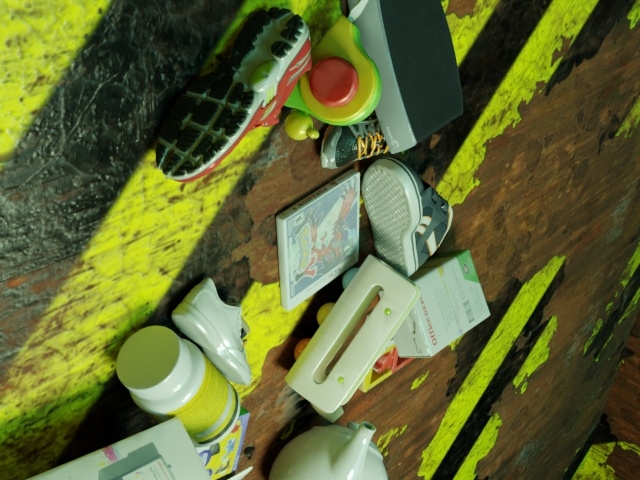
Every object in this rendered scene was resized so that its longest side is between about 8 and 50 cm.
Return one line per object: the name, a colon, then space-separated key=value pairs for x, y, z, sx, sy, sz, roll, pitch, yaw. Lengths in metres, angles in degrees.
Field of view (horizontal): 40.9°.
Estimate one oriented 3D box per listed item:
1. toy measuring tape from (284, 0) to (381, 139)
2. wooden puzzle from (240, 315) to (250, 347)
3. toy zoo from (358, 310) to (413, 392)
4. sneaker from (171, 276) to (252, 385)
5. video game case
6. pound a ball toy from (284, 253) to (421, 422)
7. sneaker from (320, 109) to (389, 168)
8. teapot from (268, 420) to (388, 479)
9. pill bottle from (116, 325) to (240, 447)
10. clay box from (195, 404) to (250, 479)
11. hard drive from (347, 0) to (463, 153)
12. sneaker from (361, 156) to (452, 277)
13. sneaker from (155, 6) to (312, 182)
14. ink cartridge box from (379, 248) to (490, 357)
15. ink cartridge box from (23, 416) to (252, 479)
toy measuring tape: x=0.067 y=-0.268 z=1.208 sx=0.330 sy=0.121 sz=0.121 roll=-52 pitch=148 yaw=11
wooden puzzle: x=-0.146 y=0.156 z=1.396 sx=0.078 sy=0.014 sz=0.116 roll=-53 pitch=146 yaw=-11
toy zoo: x=0.161 y=0.202 z=1.826 sx=0.293 sy=0.030 sz=0.192 roll=-25 pitch=134 yaw=-41
sneaker: x=-0.146 y=0.143 z=1.329 sx=0.094 sy=0.080 sz=0.212 roll=-59 pitch=144 yaw=-30
video game case: x=0.000 y=0.000 z=1.461 sx=0.183 sy=0.023 sz=0.201 roll=-34 pitch=139 yaw=-34
pound a ball toy: x=0.047 y=0.184 z=1.589 sx=0.319 sy=0.136 sz=0.208 roll=-55 pitch=168 yaw=3
sneaker: x=0.085 y=-0.172 z=1.387 sx=0.215 sy=0.083 sz=0.084 roll=-34 pitch=141 yaw=-32
teapot: x=0.032 y=0.444 z=1.680 sx=0.252 sy=0.256 sz=0.187 roll=47 pitch=59 yaw=-42
pill bottle: x=-0.208 y=0.216 z=1.264 sx=0.119 sy=0.119 sz=0.208 roll=-49 pitch=146 yaw=-16
clay box: x=-0.221 y=0.354 z=1.414 sx=0.222 sy=0.053 sz=0.127 roll=-14 pitch=125 yaw=-49
hard drive: x=0.141 y=-0.280 z=1.330 sx=0.172 sy=0.054 sz=0.254 roll=-34 pitch=118 yaw=-33
sneaker: x=0.157 y=-0.064 z=1.532 sx=0.127 sy=0.126 sz=0.321 roll=-42 pitch=154 yaw=-18
sneaker: x=-0.098 y=-0.173 z=1.128 sx=0.279 sy=0.107 sz=0.118 roll=-50 pitch=153 yaw=-12
ink cartridge box: x=0.233 y=0.127 z=1.752 sx=0.212 sy=0.093 sz=0.154 roll=-27 pitch=101 yaw=-42
ink cartridge box: x=-0.290 y=0.367 z=1.187 sx=0.353 sy=0.119 sz=0.207 roll=-15 pitch=155 yaw=-42
